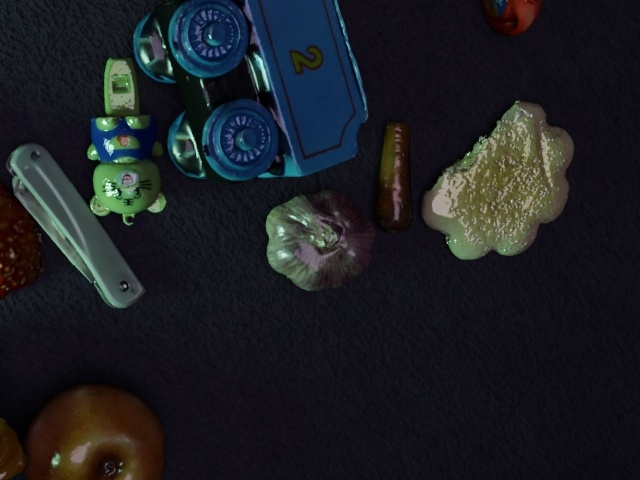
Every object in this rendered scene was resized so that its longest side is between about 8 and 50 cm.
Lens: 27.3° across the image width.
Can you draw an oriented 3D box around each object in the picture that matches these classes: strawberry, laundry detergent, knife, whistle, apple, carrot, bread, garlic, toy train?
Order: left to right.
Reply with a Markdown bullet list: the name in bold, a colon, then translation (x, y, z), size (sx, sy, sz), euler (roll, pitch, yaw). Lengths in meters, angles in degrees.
- **strawberry**: translation (-0.504, -0.029, 1.728), size (0.306, 0.137, 0.234), euler (13, 92, -12)
- **knife**: translation (-0.338, -0.016, 1.804), size (0.073, 0.040, 0.266), euler (-47, 109, -34)
- **apple**: translation (-0.305, 0.294, 1.791), size (0.201, 0.162, 0.201), euler (-2, 96, -18)
- **whistle**: translation (-0.265, -0.134, 1.794), size (0.105, 0.085, 0.228), euler (-3, 96, -7)
- **toy train**: translation (-0.089, -0.229, 1.767), size (0.265, 0.188, 0.300), euler (-22, 101, -24)
- **garlic**: translation (0.000, 0.000, 1.862), size (0.159, 0.102, 0.147), euler (15, 94, -14)
- **carrot**: translation (0.109, -0.091, 1.903), size (0.055, 0.055, 0.162), euler (2, 94, -13)
- **bread**: translation (0.277, -0.077, 1.949), size (0.251, 0.039, 0.182), euler (-44, 103, -5)
- **laundry detergent**: translation (0.278, -0.337, 1.852), size (0.049, 0.165, 0.097), euler (-11, 99, -13)

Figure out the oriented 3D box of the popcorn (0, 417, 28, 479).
- **popcorn**: translation (-0.544, 0.253, 1.705), size (0.332, 0.225, 0.265), euler (0, 74, 1)
